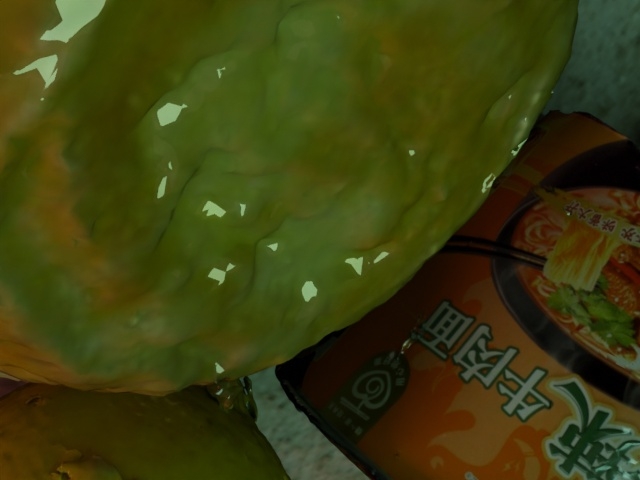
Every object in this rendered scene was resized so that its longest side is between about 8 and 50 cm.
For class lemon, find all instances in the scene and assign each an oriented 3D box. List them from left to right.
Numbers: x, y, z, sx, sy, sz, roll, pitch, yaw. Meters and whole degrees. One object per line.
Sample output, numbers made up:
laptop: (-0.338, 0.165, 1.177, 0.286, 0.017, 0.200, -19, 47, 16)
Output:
lemon: (-0.093, 0.138, 0.605, 0.206, 0.173, 0.173, -58, 139, -9)

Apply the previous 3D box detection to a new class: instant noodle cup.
instant noodle cup: (0.121, 0.061, 0.661, 0.182, 0.230, 0.230, -52, 137, 2)

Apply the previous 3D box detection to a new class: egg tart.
egg tart: (-0.047, -0.080, 0.459, 0.388, 0.169, 0.388, -23, 139, -23)
